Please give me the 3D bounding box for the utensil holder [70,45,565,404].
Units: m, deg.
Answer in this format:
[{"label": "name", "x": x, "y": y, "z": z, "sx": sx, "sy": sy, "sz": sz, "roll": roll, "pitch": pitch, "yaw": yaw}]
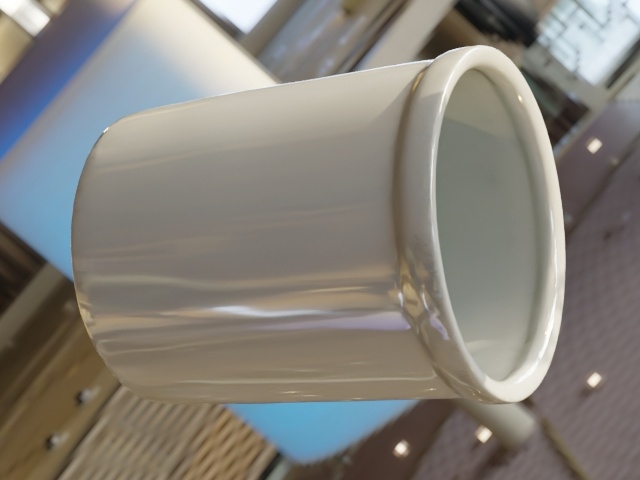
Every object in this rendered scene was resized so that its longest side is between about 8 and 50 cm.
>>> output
[{"label": "utensil holder", "x": 0.000, "y": 0.000, "z": 1.567, "sx": 0.385, "sy": 0.328, "sz": 0.328, "roll": -5, "pitch": -146, "yaw": 27}]
